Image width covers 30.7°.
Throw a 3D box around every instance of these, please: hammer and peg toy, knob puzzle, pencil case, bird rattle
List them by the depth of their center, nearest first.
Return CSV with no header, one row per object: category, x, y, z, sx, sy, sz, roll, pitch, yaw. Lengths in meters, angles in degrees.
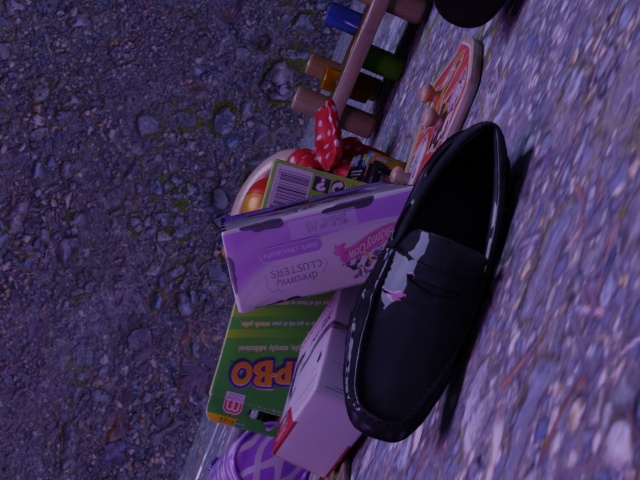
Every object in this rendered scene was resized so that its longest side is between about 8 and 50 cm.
knob puzzle,0.108,-0.118,1.127,0.213,0.030,0.213,-159,90,-84
pencil case,-0.067,0.248,1.235,0.088,0.086,0.206,-42,-4,-22
bird rattle,-0.043,-0.052,1.466,0.207,0.143,0.253,-2,73,47
hammer and peg toy,0.083,-0.342,1.695,0.266,0.127,0.361,-77,10,-66

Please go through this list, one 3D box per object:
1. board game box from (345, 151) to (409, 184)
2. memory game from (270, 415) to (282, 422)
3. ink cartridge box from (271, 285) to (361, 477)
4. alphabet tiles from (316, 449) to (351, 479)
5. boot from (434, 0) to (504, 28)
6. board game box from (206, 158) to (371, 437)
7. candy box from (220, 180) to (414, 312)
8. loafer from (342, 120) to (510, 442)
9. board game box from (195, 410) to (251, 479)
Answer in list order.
board game box,0.045,-0.025,1.300,0.170,0.048,0.141,-147,76,-84
memory game,-0.077,0.296,1.472,0.186,0.012,0.186,-160,90,-85
ink cartridge box,0.013,0.118,1.001,0.099,0.056,0.135,-59,10,39
alphabet tiles,-0.023,0.294,0.991,0.198,0.009,0.237,-82,14,-65
boot,0.187,-0.337,1.062,0.280,0.096,0.264,-64,-10,-63
board game box,-0.019,0.061,1.120,0.039,0.124,0.259,115,170,-77
candy box,0.000,0.000,1.008,0.196,0.165,0.070,-141,39,-83
loafer,0.070,0.020,0.752,0.078,0.076,0.223,105,-173,-66
board game box,-0.098,0.230,1.635,0.390,0.050,0.389,123,170,-67
